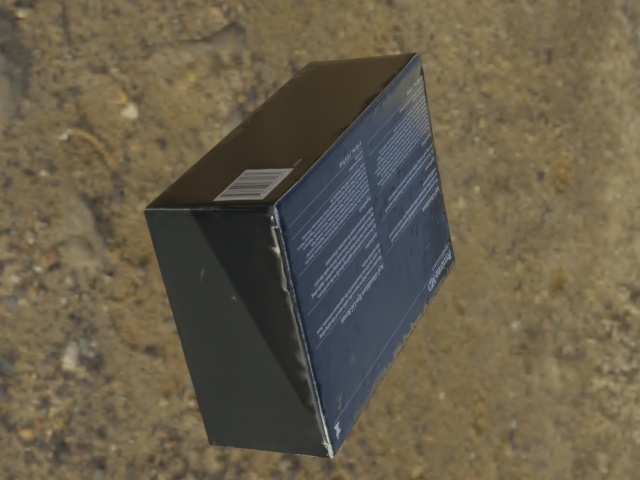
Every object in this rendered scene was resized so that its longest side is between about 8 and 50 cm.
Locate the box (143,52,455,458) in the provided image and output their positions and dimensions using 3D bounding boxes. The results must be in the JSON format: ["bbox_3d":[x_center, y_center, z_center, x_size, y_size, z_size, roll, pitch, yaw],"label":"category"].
[{"bbox_3d":[0.000,0.000,0.852,0.261,0.103,0.184,-50,132,-53],"label":"box"}]
